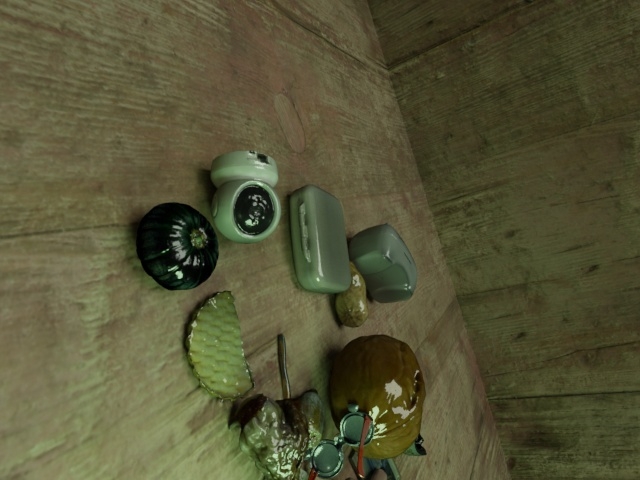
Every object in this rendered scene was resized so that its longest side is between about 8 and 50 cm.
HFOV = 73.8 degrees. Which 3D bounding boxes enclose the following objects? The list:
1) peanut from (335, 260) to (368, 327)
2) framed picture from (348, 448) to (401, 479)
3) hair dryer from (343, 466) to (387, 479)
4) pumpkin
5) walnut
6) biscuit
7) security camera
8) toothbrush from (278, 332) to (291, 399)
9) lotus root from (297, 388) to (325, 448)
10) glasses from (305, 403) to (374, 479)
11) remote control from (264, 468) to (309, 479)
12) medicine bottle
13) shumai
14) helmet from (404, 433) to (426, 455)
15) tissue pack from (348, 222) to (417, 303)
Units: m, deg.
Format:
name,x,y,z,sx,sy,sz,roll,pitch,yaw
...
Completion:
name,x,y,z,sx,sy,sz,roll,pitch,yaw
peanut,0.116,0.203,1.623,0.137,0.122,0.253,47,36,-49
framed picture,0.206,0.830,1.557,0.232,0.024,0.314,-42,111,-57
hair dryer,0.154,0.814,1.380,0.189,0.107,0.344,49,15,13
pumpkin,-0.315,0.012,0.960,0.202,0.140,0.202,36,48,-52
walnut,0.188,0.500,1.396,0.354,0.308,0.398,61,23,-15
biscuit,-0.253,0.265,1.042,0.187,0.036,0.273,-4,79,-60
security camera,-0.207,-0.105,1.168,0.195,0.195,0.236,20,64,-56
toothbrush,-0.100,0.431,1.235,0.031,0.023,0.320,25,55,-57
lotus root,-0.031,0.505,1.238,0.192,0.088,0.113,-74,149,-67
glasses,0.036,0.570,1.113,0.118,0.234,0.268,46,4,11
remote control,-0.081,0.649,1.149,0.190,0.029,0.087,54,35,-32
medicine bottle,0.000,0.000,1.525,0.282,0.123,0.375,19,59,-54
shumai,-0.137,0.491,1.043,0.185,0.184,0.218,16,70,-17
helmet,0.355,0.801,1.752,0.153,0.107,0.177,59,13,-19
tissue pack,0.273,0.090,1.840,0.333,0.229,0.236,53,36,-33
